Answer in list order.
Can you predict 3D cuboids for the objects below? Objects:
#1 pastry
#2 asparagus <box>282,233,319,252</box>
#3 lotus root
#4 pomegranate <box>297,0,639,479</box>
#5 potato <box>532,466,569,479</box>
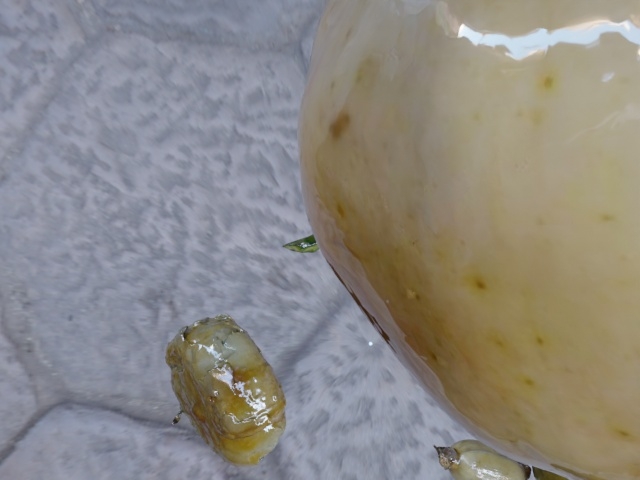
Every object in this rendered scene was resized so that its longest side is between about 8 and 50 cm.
[{"bbox_3d":[-0.090,0.144,1.196,0.081,0.153,0.153,-18,84,-30],"label":"pastry"},{"bbox_3d":[0.000,-0.001,1.638,0.108,0.025,0.021,-17,51,-23],"label":"asparagus"},{"bbox_3d":[0.212,0.297,1.611,0.150,0.073,0.062,18,111,-27],"label":"lotus root"},{"bbox_3d":[0.184,-0.069,0.663,0.411,0.411,0.411,0,85,2],"label":"pomegranate"},{"bbox_3d":[0.396,0.343,1.641,0.195,0.176,0.369,-35,124,-24],"label":"potato"}]
